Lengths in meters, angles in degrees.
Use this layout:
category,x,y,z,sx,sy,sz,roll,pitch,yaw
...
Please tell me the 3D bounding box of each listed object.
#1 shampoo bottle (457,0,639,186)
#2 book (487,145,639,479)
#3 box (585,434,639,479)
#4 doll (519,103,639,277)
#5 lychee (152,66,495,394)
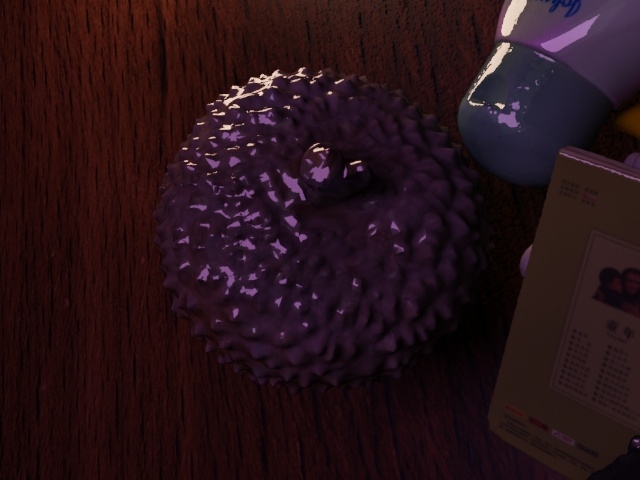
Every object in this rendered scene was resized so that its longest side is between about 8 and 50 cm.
category,x,y,z,sx,sy,sz,roll,pitch,yaw
shampoo bottle,0.276,-0.220,0.955,0.222,0.151,0.350,35,96,49
book,0.309,0.105,0.904,0.239,0.035,0.352,26,121,33
box,0.312,0.379,0.786,0.350,0.091,0.359,62,146,29
doll,0.352,-0.022,0.922,0.252,0.111,0.237,27,102,37
lychee,0.000,0.000,1.033,0.432,0.380,0.380,103,155,-68
